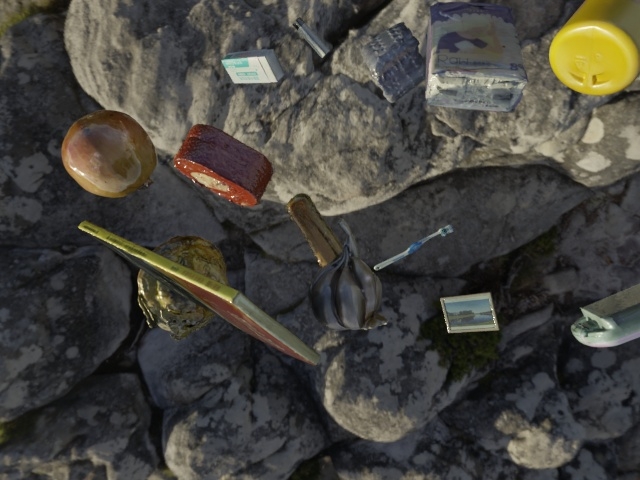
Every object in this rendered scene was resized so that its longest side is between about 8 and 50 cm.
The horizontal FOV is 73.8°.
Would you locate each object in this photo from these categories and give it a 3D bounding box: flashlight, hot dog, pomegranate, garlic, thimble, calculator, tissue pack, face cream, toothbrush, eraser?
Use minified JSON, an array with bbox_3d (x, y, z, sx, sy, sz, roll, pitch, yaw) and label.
[{"bbox_3d":[-0.018,-0.392,0.824,0.083,0.018,0.018,44,156,-14],"label":"flashlight"},{"bbox_3d":[0.001,-0.001,1.138,0.083,0.068,0.289,-36,113,-10],"label":"hot dog"},{"bbox_3d":[-0.447,-0.181,0.914,0.191,0.191,0.191,0,120,0],"label":"pomegranate"},{"bbox_3d":[0.041,0.063,0.709,0.127,0.131,0.194,-11,108,-26],"label":"garlic"},{"bbox_3d":[0.245,-0.578,1.381,0.172,0.236,0.205,-32,108,21],"label":"thimble"},{"bbox_3d":[0.492,0.087,0.620,0.246,0.141,0.045,-29,81,15],"label":"calculator"},{"bbox_3d":[0.412,-0.504,1.162,0.242,0.343,0.125,6,148,4],"label":"tissue pack"},{"bbox_3d":[0.326,-0.256,0.398,0.273,0.078,0.078,-49,113,-10],"label":"face cream"},{"bbox_3d":[0.405,0.032,1.878,0.386,0.040,0.040,-29,116,15],"label":"toothbrush"},{"bbox_3d":[-0.230,-0.585,1.441,0.225,0.052,0.095,16,149,38],"label":"eraser"}]

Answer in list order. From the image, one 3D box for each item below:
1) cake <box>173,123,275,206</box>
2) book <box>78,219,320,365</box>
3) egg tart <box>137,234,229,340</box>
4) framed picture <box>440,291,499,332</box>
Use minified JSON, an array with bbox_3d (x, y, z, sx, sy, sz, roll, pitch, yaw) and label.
[{"bbox_3d":[-0.269,-0.215,1.230,0.283,0.150,0.177,32,158,-19],"label":"cake"},{"bbox_3d":[-0.197,0.084,0.695,0.374,0.028,0.262,18,157,34],"label":"book"},{"bbox_3d":[-0.353,0.131,1.167,0.132,0.297,0.297,10,129,40],"label":"egg tart"},{"bbox_3d":[0.429,0.210,1.230,0.149,0.011,0.109,-14,90,38],"label":"framed picture"}]
